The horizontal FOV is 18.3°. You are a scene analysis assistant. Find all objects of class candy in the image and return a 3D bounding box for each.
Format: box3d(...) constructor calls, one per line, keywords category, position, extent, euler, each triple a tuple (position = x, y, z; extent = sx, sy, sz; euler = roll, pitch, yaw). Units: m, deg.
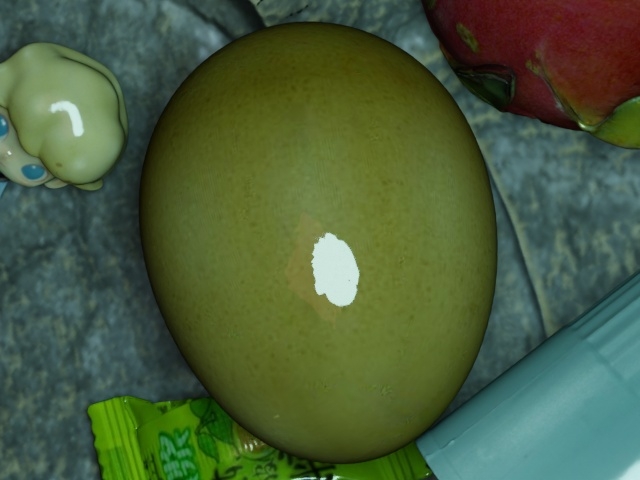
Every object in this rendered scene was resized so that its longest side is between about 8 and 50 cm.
box3d(category="candy", position=(-0.052, 0.152, 1.490), extent=(0.246, 0.069, 0.149), euler=(-19, 68, 4))

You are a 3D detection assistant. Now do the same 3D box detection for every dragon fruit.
box3d(category="dragon fruit", position=(0.208, -0.222, 1.413), extent=(0.305, 0.226, 0.305), euler=(0, 90, 3))

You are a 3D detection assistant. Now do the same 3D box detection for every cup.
box3d(category="cup", position=(0.287, 0.169, 1.377), extent=(0.311, 0.257, 0.331), euler=(-40, 84, 1))

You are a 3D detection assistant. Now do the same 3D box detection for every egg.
box3d(category="egg", position=(0.000, 0.000, 1.398), extent=(0.250, 0.250, 0.322), euler=(-12, 63, 5))

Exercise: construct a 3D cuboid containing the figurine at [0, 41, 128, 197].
box3d(category="figurine", position=(-0.241, -0.074, 1.511), extent=(0.196, 0.108, 0.114), euler=(-24, 83, 10))
